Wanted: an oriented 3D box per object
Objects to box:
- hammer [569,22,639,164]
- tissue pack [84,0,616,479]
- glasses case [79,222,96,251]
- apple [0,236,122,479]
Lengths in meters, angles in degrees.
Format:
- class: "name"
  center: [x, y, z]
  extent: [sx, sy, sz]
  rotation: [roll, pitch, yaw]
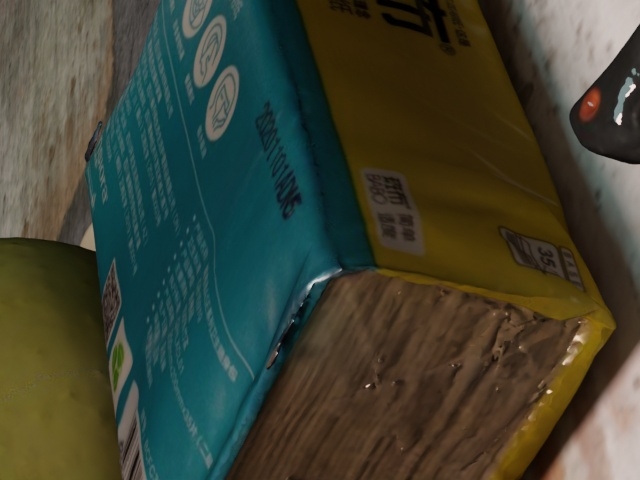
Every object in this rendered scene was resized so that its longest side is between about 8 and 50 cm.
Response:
- class: "hammer"
  center: [0.158, -0.130, 0.568]
  extent: [0.288, 0.033, 0.111]
  rotation: [-60, 29, 36]
- class: "tissue pack"
  center: [0.000, 0.000, 0.737]
  extent: [0.192, 0.134, 0.271]
  rotation: [-60, 28, 33]
- class: "glasses case"
  center: [-0.129, 0.083, 1.030]
  extent: [0.083, 0.050, 0.196]
  rotation: [47, 120, 57]
- class: "apple"
  center: [-0.148, 0.135, 0.853]
  extent: [0.279, 0.279, 0.279]
  rotation: [-167, 90, -67]
